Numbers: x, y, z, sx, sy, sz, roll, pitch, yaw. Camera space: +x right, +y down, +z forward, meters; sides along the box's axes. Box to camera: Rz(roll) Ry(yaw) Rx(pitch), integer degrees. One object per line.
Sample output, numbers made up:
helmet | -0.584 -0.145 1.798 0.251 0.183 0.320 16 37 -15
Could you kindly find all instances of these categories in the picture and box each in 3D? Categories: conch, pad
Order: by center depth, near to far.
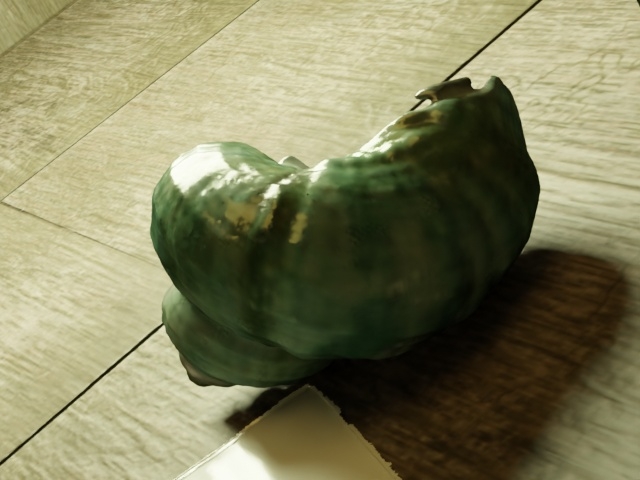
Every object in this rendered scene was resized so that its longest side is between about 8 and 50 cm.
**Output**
pad | -0.029 0.164 0.863 0.156 0.004 0.232 -35 25 -7
conch | 0.000 0.000 0.952 0.277 0.195 0.220 -48 -2 22

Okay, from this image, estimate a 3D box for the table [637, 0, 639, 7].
table | 0.296 -0.207 1.043 0.121 0.111 0.240 -16 29 30
